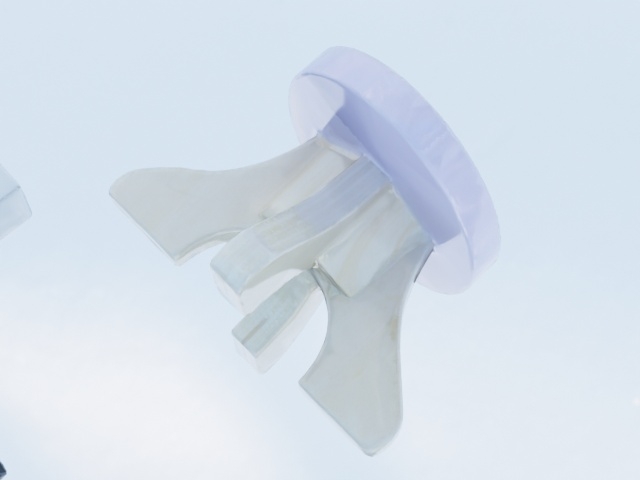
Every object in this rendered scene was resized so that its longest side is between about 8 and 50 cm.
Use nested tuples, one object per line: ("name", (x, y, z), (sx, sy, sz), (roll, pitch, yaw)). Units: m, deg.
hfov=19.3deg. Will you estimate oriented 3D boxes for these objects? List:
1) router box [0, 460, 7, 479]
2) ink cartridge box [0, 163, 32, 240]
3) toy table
("router box", (-0.378, 0.221, 1.170), (0.081, 0.309, 0.243), (54, 127, 15))
("ink cartridge box", (-0.436, 0.011, 1.664), (0.165, 0.333, 0.065), (46, 163, 24))
("toy table", (0.000, 0.000, 1.241), (0.252, 0.161, 0.274), (42, 168, 24))
